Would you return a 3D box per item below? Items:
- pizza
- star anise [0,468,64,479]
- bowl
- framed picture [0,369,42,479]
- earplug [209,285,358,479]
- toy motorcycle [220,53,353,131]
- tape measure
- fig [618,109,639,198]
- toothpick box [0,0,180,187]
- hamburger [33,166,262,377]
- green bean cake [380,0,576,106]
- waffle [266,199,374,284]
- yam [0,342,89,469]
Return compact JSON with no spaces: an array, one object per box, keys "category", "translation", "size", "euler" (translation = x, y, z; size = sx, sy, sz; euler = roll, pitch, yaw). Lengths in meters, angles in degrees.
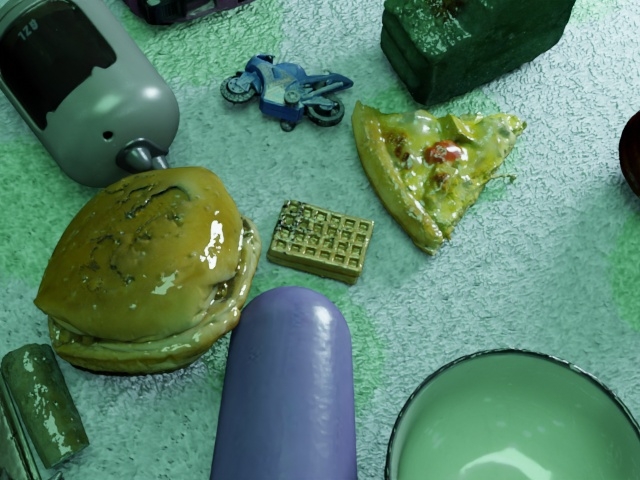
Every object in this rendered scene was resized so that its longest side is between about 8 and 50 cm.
[{"category":"pizza","translation":[0.201,-0.146,1.817],"size":[0.287,0.075,0.280],"euler":[-29,70,-17]},{"category":"star anise","translation":[-0.394,0.393,1.502],"size":[0.180,0.061,0.205],"euler":[23,67,-3]},{"category":"bowl","translation":[0.246,0.337,1.516],"size":[0.353,0.185,0.354],"euler":[2,63,-4]},{"category":"framed picture","translation":[-0.514,0.258,1.584],"size":[0.192,0.018,0.265],"euler":[-20,68,-14]},{"category":"earplug","translation":[-0.044,0.272,1.521],"size":[0.215,0.215,0.456],"euler":[4,60,-3]},{"category":"toy motorcycle","translation":[-0.054,-0.243,1.849],"size":[0.205,0.076,0.114],"euler":[14,56,1]},{"category":"tape measure","translation":[-0.234,-0.479,1.901],"size":[0.245,0.149,0.232],"euler":[-23,71,-11]},{"category":"fig","translation":[0.593,-0.071,1.763],"size":[0.216,0.217,0.321],"euler":[-18,85,-14]},{"category":"toothpick box","translation":[-0.339,-0.213,1.731],"size":[0.229,0.229,0.316],"euler":[-32,67,-19]},{"category":"hamburger","translation":[-0.242,0.042,1.595],"size":[0.284,0.174,0.305],"euler":[-10,40,19]},{"category":"green bean cake","translation":[0.255,-0.392,1.815],"size":[0.300,0.308,0.169],"euler":[-24,67,-18]},{"category":"waffle","translation":[0.000,0.000,1.744],"size":[0.148,0.042,0.103],"euler":[16,63,4]},{"category":"yam","translation":[-0.375,0.226,1.580],"size":[0.078,0.078,0.179],"euler":[-24,69,-16]}]
